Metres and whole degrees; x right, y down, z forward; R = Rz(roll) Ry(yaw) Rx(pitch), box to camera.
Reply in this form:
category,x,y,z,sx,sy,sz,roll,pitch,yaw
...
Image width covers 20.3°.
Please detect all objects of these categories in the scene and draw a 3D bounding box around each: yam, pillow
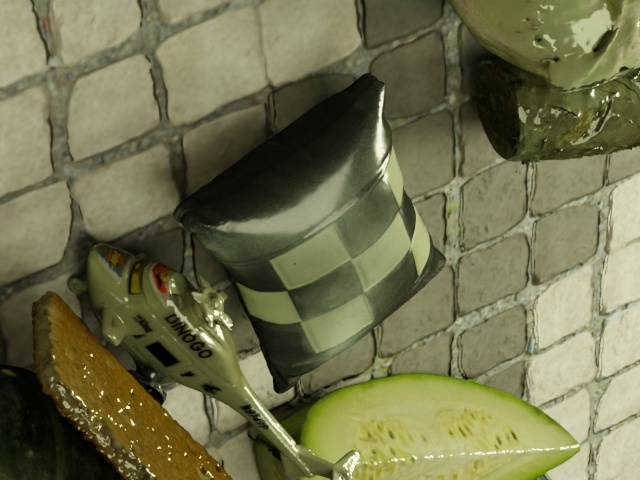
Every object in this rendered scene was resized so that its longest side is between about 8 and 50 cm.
category,x,y,z,sx,sy,sz,roll,pitch,yaw
yam,0.208,-0.116,1.470,0.183,0.107,0.107,-8,127,-30
pillow,0.000,0.000,1.396,0.186,0.106,0.250,-35,141,-10

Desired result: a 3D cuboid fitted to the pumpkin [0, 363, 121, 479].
category,x,y,z,sx,sy,sz,roll,pitch,yaw
pumpkin,-0.268,0.224,1.297,0.300,0.207,0.300,-14,115,-33

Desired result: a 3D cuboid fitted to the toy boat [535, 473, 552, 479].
category,x,y,z,sx,sy,sz,roll,pitch,yaw
toy boat,0.188,0.317,1.799,0.141,0.092,0.319,-31,135,-17

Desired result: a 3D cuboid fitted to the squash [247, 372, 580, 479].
category,x,y,z,sx,sy,sz,roll,pitch,yaw
squash,0.085,0.165,1.585,0.289,0.111,0.203,-26,141,-15

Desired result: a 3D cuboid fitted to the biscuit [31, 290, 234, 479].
category,x,y,z,sx,sy,sz,roll,pitch,yaw
biscuit,-0.127,0.145,1.283,0.026,0.131,0.237,-35,117,9

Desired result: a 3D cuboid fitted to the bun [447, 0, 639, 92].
category,x,y,z,sx,sy,sz,roll,pitch,yaw
bun,0.201,-0.225,1.334,0.239,0.141,0.239,-13,118,-26

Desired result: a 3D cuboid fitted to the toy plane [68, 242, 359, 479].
category,x,y,z,sx,sy,sz,roll,pitch,yaw
toy plane,-0.079,0.101,1.378,0.108,0.092,0.286,-20,122,33
